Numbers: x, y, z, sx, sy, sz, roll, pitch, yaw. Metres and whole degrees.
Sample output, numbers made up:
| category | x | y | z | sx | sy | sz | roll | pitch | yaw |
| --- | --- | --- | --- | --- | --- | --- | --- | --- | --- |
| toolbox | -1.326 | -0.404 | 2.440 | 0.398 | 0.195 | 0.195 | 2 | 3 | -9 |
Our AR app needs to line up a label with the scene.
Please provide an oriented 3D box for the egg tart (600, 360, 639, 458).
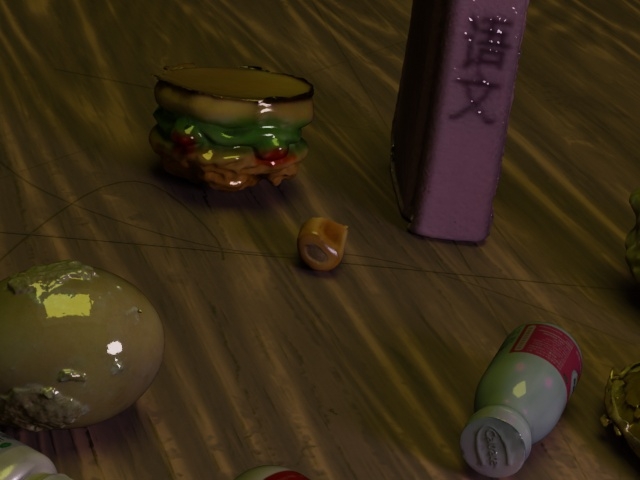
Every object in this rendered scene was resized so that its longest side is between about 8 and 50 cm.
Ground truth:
| category | x | y | z | sx | sy | sz | roll | pitch | yaw |
| --- | --- | --- | --- | --- | --- | --- | --- | --- | --- |
| egg tart | 0.455 | 0.175 | 1.608 | 0.315 | 0.120 | 0.315 | 8 | 26 | -4 |

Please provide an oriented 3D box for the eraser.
| category | x | y | z | sx | sy | sz | roll | pitch | yaw |
| --- | --- | --- | --- | --- | --- | --- | --- | --- | --- |
| eraser | 0.179 | -0.213 | 2.050 | 0.122 | 0.359 | 0.272 | 4 | 26 | -9 |

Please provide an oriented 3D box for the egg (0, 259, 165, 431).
| category | x | y | z | sx | sy | sz | roll | pitch | yaw |
| --- | --- | --- | --- | --- | --- | --- | --- | --- | --- |
| egg | -0.247 | 0.101 | 1.455 | 0.201 | 0.164 | 0.164 | -5 | 28 | -20 |

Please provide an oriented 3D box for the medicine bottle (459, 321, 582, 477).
| category | x | y | z | sx | sy | sz | roll | pitch | yaw |
| --- | --- | --- | --- | --- | --- | --- | --- | --- | --- |
| medicine bottle | 0.204 | 0.162 | 1.573 | 0.090 | 0.090 | 0.216 | 17 | 26 | 15 |

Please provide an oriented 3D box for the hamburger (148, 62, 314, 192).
| category | x | y | z | sx | sy | sz | roll | pitch | yaw |
| --- | --- | --- | --- | --- | --- | --- | --- | --- | --- |
| hamburger | -0.119 | -0.143 | 2.042 | 0.237 | 0.149 | 0.237 | 7 | 16 | -2 |

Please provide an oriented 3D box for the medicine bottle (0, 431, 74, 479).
| category | x | y | z | sx | sy | sz | roll | pitch | yaw |
| --- | --- | --- | --- | --- | --- | --- | --- | --- | --- |
| medicine bottle | -0.285 | 0.206 | 1.275 | 0.186 | 0.103 | 0.103 | 22 | 27 | 26 |

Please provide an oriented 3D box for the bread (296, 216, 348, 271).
| category | x | y | z | sx | sy | sz | roll | pitch | yaw |
| --- | --- | --- | --- | --- | --- | --- | --- | --- | --- |
| bread | 0.000 | -0.001 | 1.890 | 0.062 | 0.049 | 0.103 | 42 | 21 | -11 |

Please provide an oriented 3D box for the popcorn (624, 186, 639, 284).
| category | x | y | z | sx | sy | sz | roll | pitch | yaw |
| --- | --- | --- | --- | --- | --- | --- | --- | --- | --- |
| popcorn | 0.510 | 0.025 | 1.896 | 0.225 | 0.174 | 0.286 | 8 | 24 | -23 |

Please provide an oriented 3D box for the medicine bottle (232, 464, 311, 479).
| category | x | y | z | sx | sy | sz | roll | pitch | yaw |
| --- | --- | --- | --- | --- | --- | --- | --- | --- | --- |
| medicine bottle | 0.022 | 0.282 | 1.197 | 0.250 | 0.131 | 0.131 | 28 | 30 | 32 |
